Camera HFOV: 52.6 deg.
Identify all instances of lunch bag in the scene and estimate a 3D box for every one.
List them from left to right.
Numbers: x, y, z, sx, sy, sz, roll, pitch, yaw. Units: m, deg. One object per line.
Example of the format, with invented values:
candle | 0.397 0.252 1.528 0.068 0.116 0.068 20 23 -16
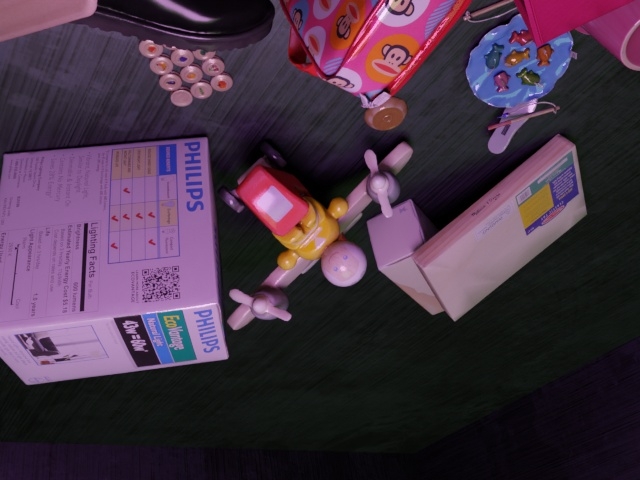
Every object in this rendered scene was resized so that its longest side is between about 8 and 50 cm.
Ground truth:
lunch bag | 0.046 -0.312 0.799 0.120 0.293 0.258 16 128 -34

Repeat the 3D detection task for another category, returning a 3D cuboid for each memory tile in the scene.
memory tile | -0.214 -0.280 1.040 0.113 0.012 0.148 -16 147 7

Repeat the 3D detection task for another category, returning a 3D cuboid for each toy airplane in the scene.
toy airplane | 0.000 0.000 1.278 0.384 0.272 0.386 -16 136 -32

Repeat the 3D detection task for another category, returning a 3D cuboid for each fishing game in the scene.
fishing game | 0.349 -0.303 1.122 0.189 0.041 0.264 -16 136 8

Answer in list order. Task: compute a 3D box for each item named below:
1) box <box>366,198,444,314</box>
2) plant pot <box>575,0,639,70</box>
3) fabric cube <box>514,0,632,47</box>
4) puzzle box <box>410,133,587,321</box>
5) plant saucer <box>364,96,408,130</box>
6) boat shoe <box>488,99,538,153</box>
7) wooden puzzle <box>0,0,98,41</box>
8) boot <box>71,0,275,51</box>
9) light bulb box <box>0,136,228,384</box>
box | 0.243 0.048 1.543 0.121 0.148 0.311 -26 142 21
plant pot | 0.477 -0.364 0.971 0.201 0.180 0.201 -7 146 -5
fabric cube | 0.307 -0.439 0.735 0.258 0.254 0.259 -22 149 18
puzzle box | 0.406 -0.016 1.433 0.408 0.052 0.272 -39 140 -1
plant saucer | 0.124 -0.232 1.209 0.083 0.015 0.083 -8 146 -5
boat shoe | 0.374 -0.233 1.260 0.040 0.049 0.142 -41 164 -53
wooden puzzle | -0.459 -0.338 0.698 0.322 0.081 0.347 7 173 43
boot | -0.202 -0.380 0.790 0.347 0.131 0.260 3 144 -19
light bulb box | -0.358 0.031 1.147 0.360 0.358 0.225 -6 148 -6
